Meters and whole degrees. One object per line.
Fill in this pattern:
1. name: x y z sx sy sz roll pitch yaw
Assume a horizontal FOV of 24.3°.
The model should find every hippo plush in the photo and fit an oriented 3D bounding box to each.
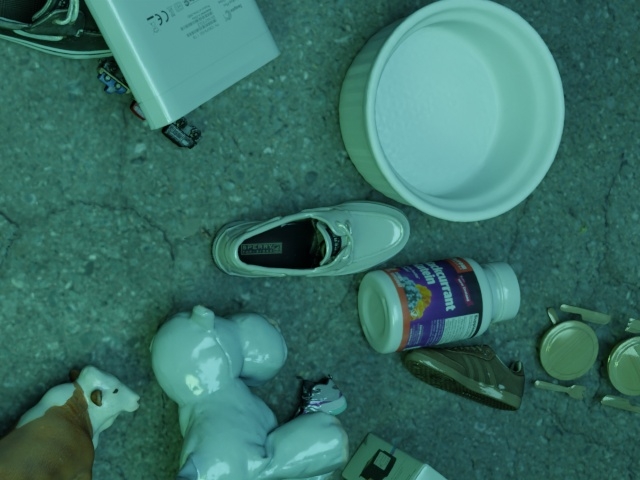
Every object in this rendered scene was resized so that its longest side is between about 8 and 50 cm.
1. hippo plush: -0.133 0.209 1.787 0.294 0.234 0.236 -7 66 -37

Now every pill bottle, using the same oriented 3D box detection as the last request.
1. pill bottle: 0.156 0.079 1.921 0.193 0.108 0.108 -9 97 -23

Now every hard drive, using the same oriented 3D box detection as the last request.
1. hard drive: -0.196 -0.331 1.716 0.233 0.047 0.353 -40 108 -47

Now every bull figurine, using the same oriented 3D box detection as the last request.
1. bull figurine: -0.322 0.274 1.697 0.310 0.101 0.188 -32 117 -47

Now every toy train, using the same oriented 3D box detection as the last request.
1. toy train: -0.211 -0.163 1.794 0.158 0.027 0.036 39 90 -21

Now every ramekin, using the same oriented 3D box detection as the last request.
1. ramekin: 0.158 -0.165 1.890 0.277 0.135 0.277 -1 94 -22

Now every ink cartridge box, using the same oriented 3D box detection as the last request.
1. ink cartridge box: 0.121 0.324 1.888 0.127 0.175 0.072 38 82 -20

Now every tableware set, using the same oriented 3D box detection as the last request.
1. tableware set: 0.388 0.159 2.065 0.194 0.039 0.128 14 100 -17

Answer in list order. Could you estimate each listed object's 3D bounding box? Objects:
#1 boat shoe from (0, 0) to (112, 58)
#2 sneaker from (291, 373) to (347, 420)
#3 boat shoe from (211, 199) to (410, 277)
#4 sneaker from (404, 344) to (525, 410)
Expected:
1. boat shoe: -0.319 -0.272 1.686 0.335 0.119 0.121 0 93 -26
2. sneaker: -0.019 0.206 1.897 0.098 0.038 0.069 -32 104 -28
3. boat shoe: 0.000 0.000 1.860 0.267 0.088 0.096 -2 94 -23
4. sneaker: 0.192 0.166 1.977 0.188 0.066 0.071 26 67 -28
